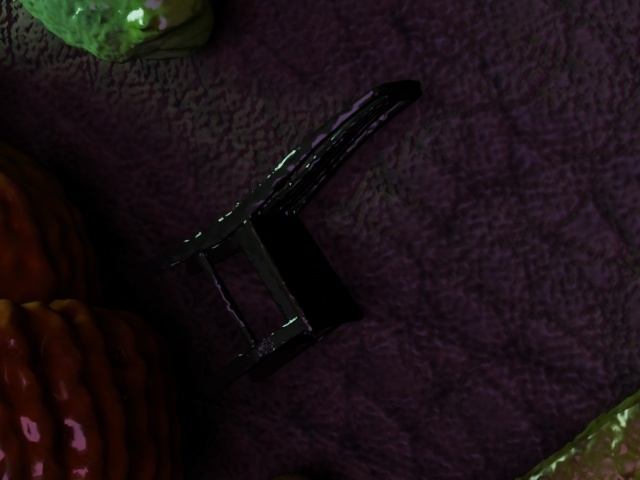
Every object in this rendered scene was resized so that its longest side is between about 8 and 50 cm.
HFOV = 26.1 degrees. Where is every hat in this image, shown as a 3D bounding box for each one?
[{"bbox_3d":[-0.235,0.035,0.909,0.285,0.285,0.400,-16,63,22],"label":"hat"}]

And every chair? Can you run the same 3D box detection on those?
[{"bbox_3d":[0.000,0.000,0.856,0.212,0.084,0.101,-35,80,21],"label":"chair"}]

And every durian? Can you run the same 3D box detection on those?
[{"bbox_3d":[-0.169,-0.206,0.885,0.250,0.101,0.139,38,109,13],"label":"durian"}]

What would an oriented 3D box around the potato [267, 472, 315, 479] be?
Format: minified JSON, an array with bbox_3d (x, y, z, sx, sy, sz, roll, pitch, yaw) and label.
[{"bbox_3d":[-0.004,0.234,0.885,0.107,0.080,0.170,-30,88,14],"label":"potato"}]

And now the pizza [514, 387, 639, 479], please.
[{"bbox_3d":[0.199,0.230,0.774,0.268,0.087,0.258,-38,65,15],"label":"pizza"}]
